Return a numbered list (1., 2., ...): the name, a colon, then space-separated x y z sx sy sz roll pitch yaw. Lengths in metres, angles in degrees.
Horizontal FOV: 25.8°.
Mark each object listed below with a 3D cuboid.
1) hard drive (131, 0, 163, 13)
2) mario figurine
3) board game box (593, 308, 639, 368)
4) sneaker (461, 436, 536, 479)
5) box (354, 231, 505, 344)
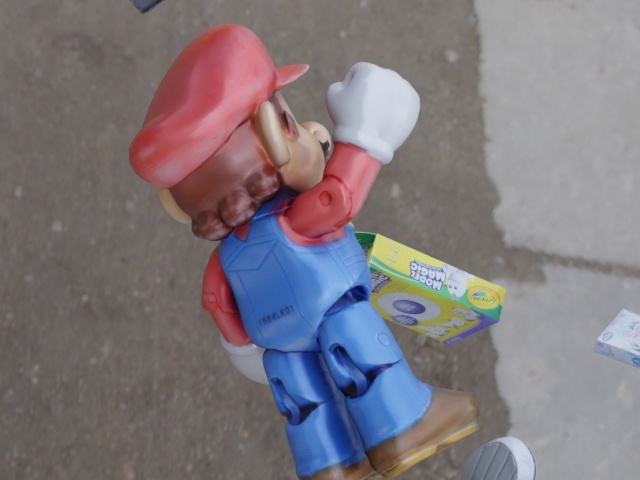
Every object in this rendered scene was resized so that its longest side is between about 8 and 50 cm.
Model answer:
1. hard drive: -0.151 -0.296 0.901 0.237 0.064 0.339 51 14 -20
2. mario figurine: 0.000 0.000 0.942 0.198 0.170 0.321 -25 85 4
3. board game box: 0.380 0.120 1.642 0.090 0.020 0.090 21 32 25
4. sneaker: 0.219 0.312 1.663 0.091 0.258 0.094 -12 53 -22
5. box: 0.086 0.047 1.426 0.179 0.105 0.043 24 63 -17
